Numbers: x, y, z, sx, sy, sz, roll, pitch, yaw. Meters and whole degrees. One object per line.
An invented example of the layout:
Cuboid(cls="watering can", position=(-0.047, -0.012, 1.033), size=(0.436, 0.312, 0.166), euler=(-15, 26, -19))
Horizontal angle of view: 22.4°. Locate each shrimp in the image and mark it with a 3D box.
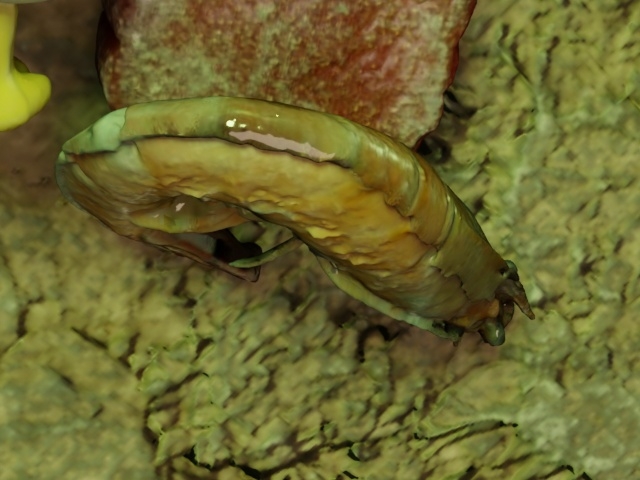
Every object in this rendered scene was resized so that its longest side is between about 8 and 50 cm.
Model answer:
Cuboid(cls="shrimp", position=(0.000, -0.002, 0.626), size=(0.144, 0.052, 0.251), euler=(-3, 156, 33))

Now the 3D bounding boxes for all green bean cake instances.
Cuboid(cls="green bean cake", position=(-0.011, -0.103, 0.592), size=(0.136, 0.056, 0.135), euler=(7, 116, -19))

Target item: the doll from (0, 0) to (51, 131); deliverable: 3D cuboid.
Cuboid(cls="doll", position=(-0.095, -0.184, 0.502), size=(0.141, 0.117, 0.296), euler=(24, 98, 16))
